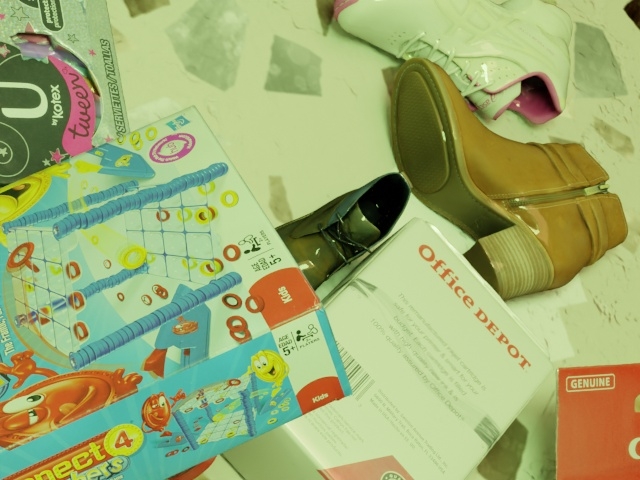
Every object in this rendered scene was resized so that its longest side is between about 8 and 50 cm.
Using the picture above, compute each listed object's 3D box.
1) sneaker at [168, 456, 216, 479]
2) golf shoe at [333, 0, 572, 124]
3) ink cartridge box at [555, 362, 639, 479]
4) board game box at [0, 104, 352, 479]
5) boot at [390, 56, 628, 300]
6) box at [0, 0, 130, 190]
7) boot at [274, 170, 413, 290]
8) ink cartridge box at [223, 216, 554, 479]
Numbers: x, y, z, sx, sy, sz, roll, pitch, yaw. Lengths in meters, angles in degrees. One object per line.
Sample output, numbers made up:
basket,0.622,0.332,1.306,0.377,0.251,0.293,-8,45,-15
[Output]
sneaker,-0.140,0.148,1.218,0.145,0.270,0.090,43,95,-13
golf shoe,0.158,-0.212,1.644,0.306,0.115,0.140,7,66,-26
ink cartridge box,0.363,0.254,1.493,0.296,0.066,0.261,-1,93,-31
board game box,-0.175,0.058,1.093,0.302,0.086,0.308,-24,37,-8
boot,0.211,-0.084,1.607,0.220,0.109,0.283,-21,80,-35
box,-0.270,-0.125,1.312,0.142,0.163,0.247,0,66,-32
boot,0.000,0.000,1.444,0.082,0.106,0.219,50,52,1
ink cartridge box,0.060,0.145,1.398,0.207,0.117,0.283,48,52,-1
